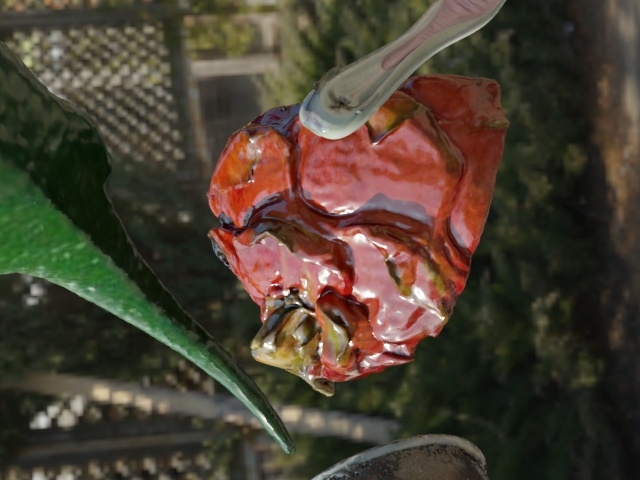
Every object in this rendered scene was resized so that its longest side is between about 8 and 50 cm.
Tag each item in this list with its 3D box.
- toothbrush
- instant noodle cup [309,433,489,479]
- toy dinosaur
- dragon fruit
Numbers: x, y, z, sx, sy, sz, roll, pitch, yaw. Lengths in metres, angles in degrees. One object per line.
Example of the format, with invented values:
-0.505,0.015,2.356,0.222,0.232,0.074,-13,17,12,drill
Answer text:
0.046,-0.076,0.460,0.204,0.017,0.022,-43,-19,-51,toothbrush
0.078,0.297,1.154,0.217,0.217,0.207,96,152,-49,instant noodle cup
-0.125,-0.043,0.500,0.087,0.447,0.301,-54,19,-10,toy dinosaur
0.000,0.000,0.588,0.162,0.083,0.106,-27,55,48,dragon fruit
